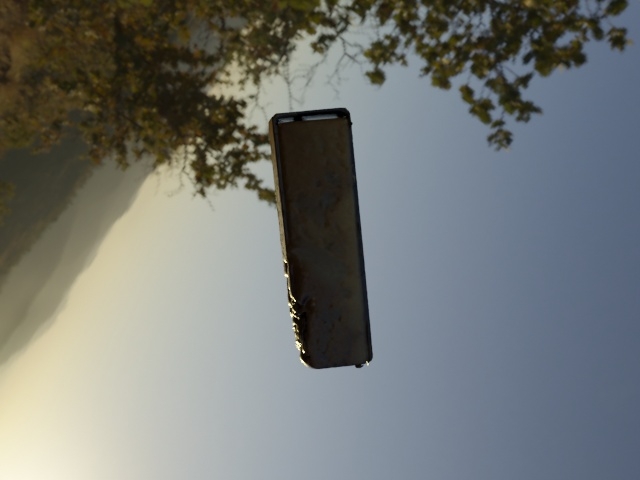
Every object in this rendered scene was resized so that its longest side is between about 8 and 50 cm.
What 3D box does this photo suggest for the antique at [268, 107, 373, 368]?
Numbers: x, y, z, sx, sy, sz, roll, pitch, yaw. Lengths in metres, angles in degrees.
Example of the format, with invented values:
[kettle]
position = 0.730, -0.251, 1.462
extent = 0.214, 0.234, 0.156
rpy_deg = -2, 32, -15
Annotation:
[antique]
position = 0.000, 0.000, 0.917
extent = 0.087, 0.093, 0.310
rpy_deg = -152, -124, -81
